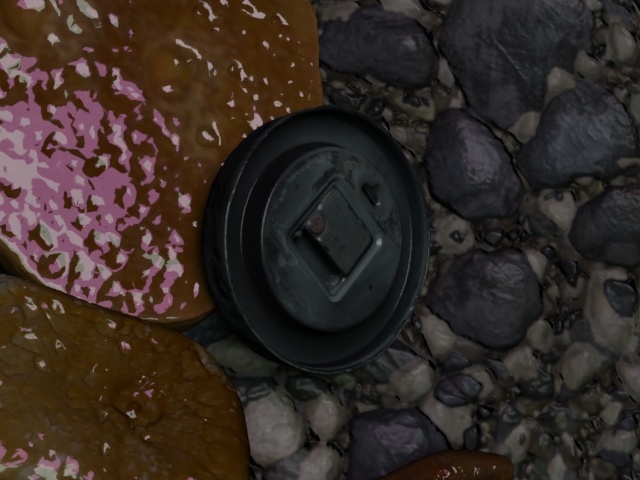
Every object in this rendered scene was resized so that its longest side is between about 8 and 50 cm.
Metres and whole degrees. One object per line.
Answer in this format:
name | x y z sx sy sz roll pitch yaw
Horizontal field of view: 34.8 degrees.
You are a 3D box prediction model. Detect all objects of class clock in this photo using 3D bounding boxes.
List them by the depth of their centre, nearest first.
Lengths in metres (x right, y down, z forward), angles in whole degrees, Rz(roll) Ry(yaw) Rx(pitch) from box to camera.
clock | 0.000 0.000 0.868 0.226 0.049 0.226 1 88 -40

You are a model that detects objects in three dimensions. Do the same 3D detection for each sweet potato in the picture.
sweet potato | 0.052 0.240 0.870 0.255 0.058 0.078 -32 110 -18

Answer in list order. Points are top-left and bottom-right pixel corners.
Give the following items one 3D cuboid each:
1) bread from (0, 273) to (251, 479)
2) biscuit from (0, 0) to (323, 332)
bread | -0.190 0.151 0.734 0.246 0.176 0.195 23 34 -24
biscuit | -0.169 -0.124 0.866 0.365 0.062 0.385 24 71 -19
